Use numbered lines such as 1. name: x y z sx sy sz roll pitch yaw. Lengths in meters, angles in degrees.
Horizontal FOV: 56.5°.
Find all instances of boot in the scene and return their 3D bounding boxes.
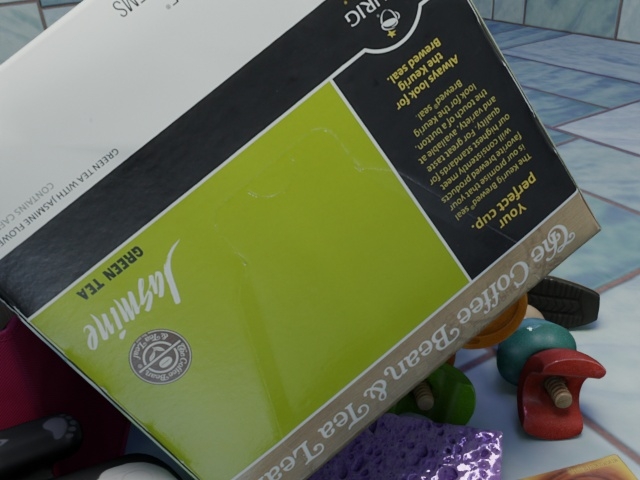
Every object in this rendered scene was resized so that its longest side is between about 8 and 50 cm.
1. boot: 0.268 0.050 0.811 0.197 0.077 0.137 7 26 17

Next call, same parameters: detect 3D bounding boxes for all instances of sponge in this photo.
1. sponge: 0.053 0.216 0.539 0.210 0.031 0.117 6 56 14

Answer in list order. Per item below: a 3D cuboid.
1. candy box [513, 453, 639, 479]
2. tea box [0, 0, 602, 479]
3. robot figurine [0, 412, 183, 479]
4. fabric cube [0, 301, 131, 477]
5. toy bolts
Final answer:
1. candy box: 0.237 0.262 0.457 0.109 0.053 0.187 -10 31 -11
2. tea box: -0.040 -0.044 0.456 0.329 0.323 0.220 -39 19 -3
3. robot figurine: -0.175 0.245 0.385 0.278 0.174 0.209 -6 29 -43
4. fabric cube: -0.340 0.125 0.564 0.259 0.258 0.254 -6 30 -4
5. toy bolts: 0.173 0.091 0.639 0.228 0.218 0.158 11 24 -8
